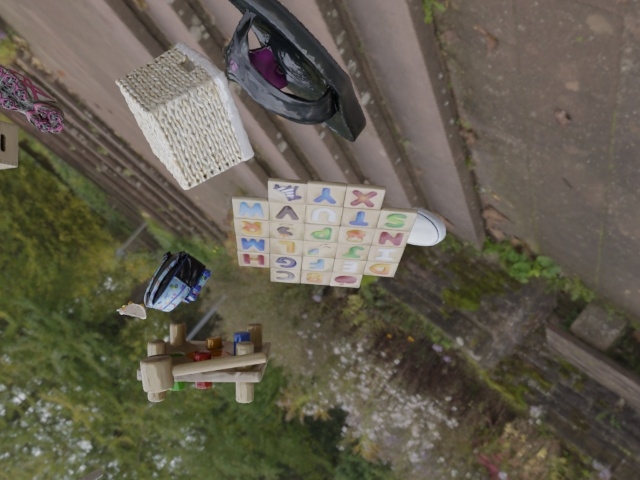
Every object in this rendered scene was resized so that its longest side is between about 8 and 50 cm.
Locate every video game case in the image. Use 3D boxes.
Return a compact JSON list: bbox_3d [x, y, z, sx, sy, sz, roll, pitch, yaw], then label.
[{"bbox_3d":[-0.543,0.522,1.257,0.022,0.173,0.190,62,168,9],"label":"video game case"}]

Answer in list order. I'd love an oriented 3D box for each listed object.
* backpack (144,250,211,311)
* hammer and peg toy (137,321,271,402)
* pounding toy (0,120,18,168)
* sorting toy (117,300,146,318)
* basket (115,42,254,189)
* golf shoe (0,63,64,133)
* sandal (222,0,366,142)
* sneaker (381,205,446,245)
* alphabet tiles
[{"bbox_3d":[-0.405,0.125,1.728,0.117,0.173,0.158,38,159,-25],"label":"backpack"},{"bbox_3d":[-0.237,0.268,1.310,0.266,0.127,0.361,1,-175,0],"label":"hammer and peg toy"},{"bbox_3d":[-0.854,-0.257,1.577,0.130,0.141,0.100,-3,176,24],"label":"pounding toy"},{"bbox_3d":[-0.608,0.223,1.981,0.075,0.044,0.083,-12,156,40],"label":"sorting toy"},{"bbox_3d":[-0.428,-0.394,1.986,0.328,0.266,0.331,44,161,43],"label":"basket"},{"bbox_3d":[-0.591,-0.290,1.225,0.186,0.067,0.086,46,-168,-46],"label":"golf shoe"},{"bbox_3d":[-0.039,-0.214,0.862,0.167,0.107,0.446,39,-178,21],"label":"sandal"},{"bbox_3d":[0.174,-0.027,1.473,0.258,0.091,0.094,10,123,46],"label":"sneaker"},{"bbox_3d":[0.000,0.000,1.042,0.285,0.011,0.342,4,151,-2],"label":"alphabet tiles"}]
